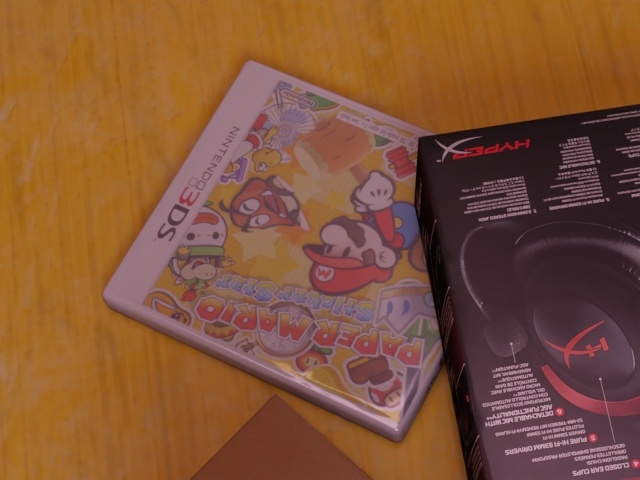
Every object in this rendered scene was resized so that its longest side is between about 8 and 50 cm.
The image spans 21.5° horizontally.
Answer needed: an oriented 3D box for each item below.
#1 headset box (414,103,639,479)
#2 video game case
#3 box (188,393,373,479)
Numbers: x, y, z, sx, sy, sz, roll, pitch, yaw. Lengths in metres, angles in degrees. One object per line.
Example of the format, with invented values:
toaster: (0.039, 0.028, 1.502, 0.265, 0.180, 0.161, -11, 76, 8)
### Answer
headset box: (0.187, 0.072, 1.012, 0.218, 0.110, 0.293, -9, 67, -2)
video game case: (0.000, 0.000, 1.133, 0.227, 0.026, 0.206, 24, 69, 17)
box: (-0.039, 0.216, 1.033, 0.164, 0.021, 0.201, 39, 74, 22)
